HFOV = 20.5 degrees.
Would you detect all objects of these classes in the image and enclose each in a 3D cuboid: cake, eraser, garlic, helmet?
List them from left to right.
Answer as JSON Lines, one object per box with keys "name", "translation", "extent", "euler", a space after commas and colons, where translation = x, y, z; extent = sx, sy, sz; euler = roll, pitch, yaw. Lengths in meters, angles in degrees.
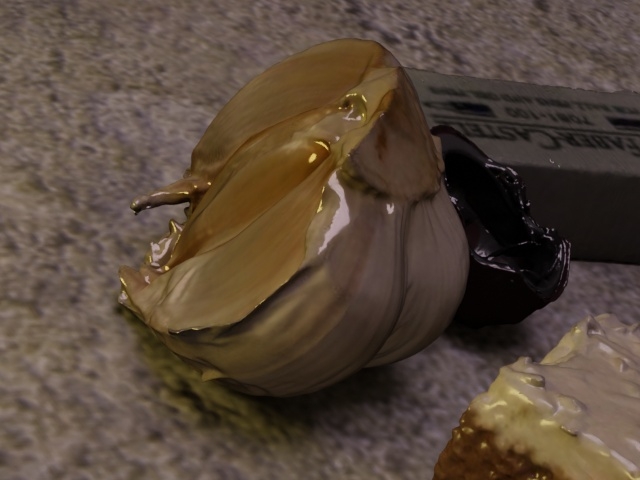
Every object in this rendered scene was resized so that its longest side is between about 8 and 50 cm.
{"name": "garlic", "translation": [0.000, 0.000, 0.948], "extent": [0.143, 0.178, 0.229], "euler": [42, 38, -30]}
{"name": "helmet", "translation": [0.086, 0.000, 1.044], "extent": [0.123, 0.070, 0.098], "euler": [50, 31, 8]}
{"name": "eraser", "translation": [0.168, -0.048, 1.191], "extent": [0.353, 0.077, 0.111], "euler": [4, 33, -30]}
{"name": "cake", "translation": [0.127, 0.129, 0.791], "extent": [0.134, 0.147, 0.135], "euler": [38, 31, 25]}
